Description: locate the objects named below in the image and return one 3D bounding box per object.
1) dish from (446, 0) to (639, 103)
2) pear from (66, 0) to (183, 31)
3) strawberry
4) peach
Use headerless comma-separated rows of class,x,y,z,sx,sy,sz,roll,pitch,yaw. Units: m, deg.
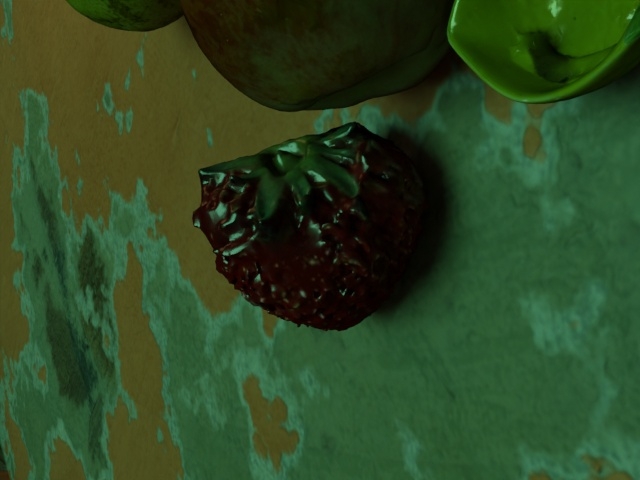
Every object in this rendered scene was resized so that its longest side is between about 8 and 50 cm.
dish,0.172,-0.160,0.530,0.208,0.080,0.148,-10,82,58
pear,-0.224,-0.343,1.011,0.197,0.197,0.197,11,103,55
strawberry,0.000,0.000,0.738,0.184,0.187,0.201,11,133,32
peach,-0.003,-0.232,0.653,0.232,0.233,0.256,-17,90,56
